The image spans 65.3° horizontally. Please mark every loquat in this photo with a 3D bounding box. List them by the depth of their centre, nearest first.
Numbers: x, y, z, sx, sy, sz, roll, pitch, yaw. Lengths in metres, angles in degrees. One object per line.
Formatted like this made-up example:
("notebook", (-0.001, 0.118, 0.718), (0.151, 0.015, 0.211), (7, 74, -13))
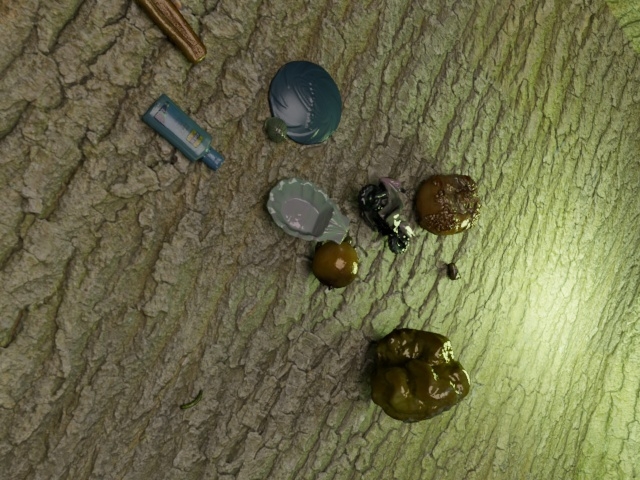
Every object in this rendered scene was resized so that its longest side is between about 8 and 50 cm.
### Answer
("loquat", (0.059, 0.075, 1.731), (0.172, 0.149, 0.205), (42, 74, -36))

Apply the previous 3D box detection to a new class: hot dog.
("hot dog", (-0.442, -0.640, 1.447), (0.088, 0.061, 0.286), (-44, 114, -18))

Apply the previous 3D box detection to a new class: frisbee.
("frisbee", (-0.039, -0.473, 1.707), (0.289, 0.049, 0.290), (-1, 93, -31))

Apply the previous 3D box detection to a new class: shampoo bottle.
("shampoo bottle", (-0.397, -0.311, 1.490), (0.258, 0.061, 0.104), (42, 73, -26))

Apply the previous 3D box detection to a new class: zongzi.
("zongzi", (0.576, 0.129, 2.119), (0.083, 0.040, 0.076), (-5, 88, -43))

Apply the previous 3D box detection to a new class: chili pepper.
("chili pepper", (-0.397, 0.499, 1.552), (0.083, 0.017, 0.030), (-29, 105, -26))

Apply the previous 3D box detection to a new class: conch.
("conch", (-0.143, -0.363, 1.640), (0.085, 0.056, 0.076), (30, 99, -27))

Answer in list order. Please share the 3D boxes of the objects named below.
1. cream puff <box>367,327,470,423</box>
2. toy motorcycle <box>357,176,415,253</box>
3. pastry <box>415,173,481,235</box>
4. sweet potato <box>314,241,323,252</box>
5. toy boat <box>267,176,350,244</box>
("cream puff", (0.336, 0.465, 1.829), (0.378, 0.378, 0.276), (-31, 107, -27))
("toy motorcycle", (0.266, -0.105, 1.859), (0.188, 0.143, 0.327), (-51, 122, -19))
("pastry", (0.531, -0.144, 2.007), (0.310, 0.161, 0.255), (-9, 99, -29))
("sweet potato", (0.000, 0.000, 1.768), (0.026, 0.026, 0.115), (27, 81, -29))
("toy boat", (-0.048, -0.086, 1.672), (0.290, 0.100, 0.200), (28, 73, -12))
